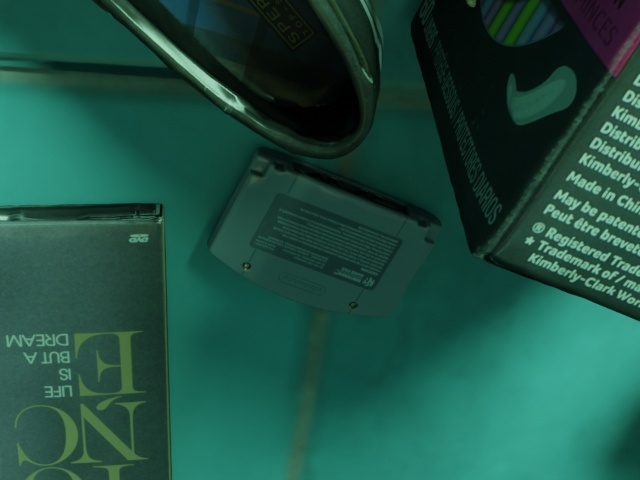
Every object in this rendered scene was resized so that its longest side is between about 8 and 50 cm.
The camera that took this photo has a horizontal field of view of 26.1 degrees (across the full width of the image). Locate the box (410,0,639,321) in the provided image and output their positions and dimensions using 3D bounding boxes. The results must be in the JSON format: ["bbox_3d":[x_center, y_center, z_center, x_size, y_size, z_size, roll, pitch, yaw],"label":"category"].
[{"bbox_3d":[0.159,-0.113,0.409,0.143,0.165,0.270,23,117,-18],"label":"box"}]

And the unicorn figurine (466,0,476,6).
[{"bbox_3d":[0.045,-0.175,0.428,0.111,0.060,0.162,-34,104,16],"label":"unicorn figurine"}]

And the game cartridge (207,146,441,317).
[{"bbox_3d":[0.000,0.000,0.555,0.083,0.017,0.056,21,115,-18],"label":"game cartridge"}]

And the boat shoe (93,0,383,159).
[{"bbox_3d":[-0.060,-0.107,0.443,0.080,0.076,0.228,-35,120,16],"label":"boat shoe"}]

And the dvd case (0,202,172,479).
[{"bbox_3d":[-0.147,0.083,0.592,0.164,0.018,0.221,-1,123,-6],"label":"dvd case"}]
